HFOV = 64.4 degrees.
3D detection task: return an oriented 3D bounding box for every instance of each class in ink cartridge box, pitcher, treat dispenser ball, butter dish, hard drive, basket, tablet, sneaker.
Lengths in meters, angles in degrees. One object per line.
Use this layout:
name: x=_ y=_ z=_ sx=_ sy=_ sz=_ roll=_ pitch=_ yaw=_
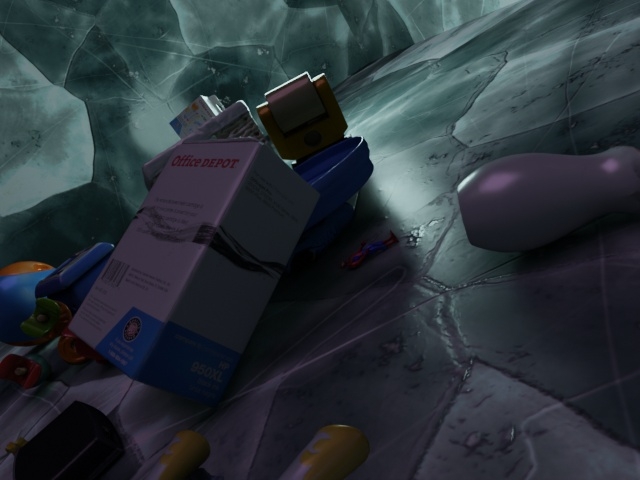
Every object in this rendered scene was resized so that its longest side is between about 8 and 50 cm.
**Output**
ink cartridge box: x=-0.216 y=0.034 z=0.874 sx=0.285 sy=0.166 sz=0.395 roll=11 pitch=70 yaw=47
ink cartridge box: x=-0.340 y=-0.345 z=1.464 sx=0.143 sy=0.092 sz=0.090 roll=-37 pitch=1 yaw=13
pitcher: x=0.297 y=-0.060 z=0.676 sx=0.207 sy=0.126 sz=0.177 roll=-13 pitch=5 yaw=21
treat dispenser ball: x=-0.995 y=0.215 z=1.733 sx=0.288 sy=0.288 sz=0.288 roll=-29 pitch=20 yaw=12
butter dish: x=-0.512 y=0.238 z=1.208 sx=0.159 sy=0.119 sz=0.160 roll=6 pitch=14 yaw=-12
hard drive: x=-0.444 y=0.366 z=0.876 sx=0.172 sy=0.054 sz=0.254 roll=-43 pitch=22 yaw=-26
basket: x=-0.286 y=-0.159 z=1.440 sx=0.328 sy=0.266 sz=0.331 roll=-39 pitch=2 yaw=-16
tablet: x=-0.695 y=0.456 z=1.123 sx=0.054 sy=0.006 sz=0.083 roll=-35 pitch=20 yaw=-6
sneaker: x=0.000 y=0.000 z=1.055 sx=0.209 sy=0.069 sz=0.082 roll=-36 pitch=39 yaw=-16

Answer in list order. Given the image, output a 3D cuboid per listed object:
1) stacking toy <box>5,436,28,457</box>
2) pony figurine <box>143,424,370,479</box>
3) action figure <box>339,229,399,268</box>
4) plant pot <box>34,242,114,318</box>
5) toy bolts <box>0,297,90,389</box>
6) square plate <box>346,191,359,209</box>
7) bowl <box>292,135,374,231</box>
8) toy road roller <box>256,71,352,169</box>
stacking toy: x=-0.661 y=0.480 z=0.960 sx=0.221 sy=0.052 sz=0.167 roll=-28 pitch=19 yaw=20
pony figurine: x=-0.153 y=0.289 z=0.364 sx=0.350 sy=0.303 sz=0.363 roll=-12 pitch=12 yaw=27
action figure: x=0.084 y=0.019 z=0.923 sx=0.115 sy=0.030 sz=0.038 roll=-34 pitch=25 yaw=5
plant pot: x=-0.693 y=0.147 z=1.540 sx=0.235 sy=0.212 sz=0.236 roll=-17 pitch=25 yaw=40
toy bolts: x=-0.709 y=0.296 z=1.362 sx=0.229 sy=0.218 sz=0.158 roll=-61 pitch=0 yaw=-15
square plate: x=-0.057 y=-0.070 z=1.316 sx=0.347 sy=0.049 sz=0.344 roll=-25 pitch=21 yaw=22
bowl: x=-0.051 y=-0.098 z=1.145 sx=0.391 sy=0.077 sz=0.391 roll=-32 pitch=15 yaw=10
toy road roller: x=-0.033 y=-0.327 z=1.467 sx=0.202 sy=0.330 sz=0.241 roll=-25 pitch=36 yaw=7
